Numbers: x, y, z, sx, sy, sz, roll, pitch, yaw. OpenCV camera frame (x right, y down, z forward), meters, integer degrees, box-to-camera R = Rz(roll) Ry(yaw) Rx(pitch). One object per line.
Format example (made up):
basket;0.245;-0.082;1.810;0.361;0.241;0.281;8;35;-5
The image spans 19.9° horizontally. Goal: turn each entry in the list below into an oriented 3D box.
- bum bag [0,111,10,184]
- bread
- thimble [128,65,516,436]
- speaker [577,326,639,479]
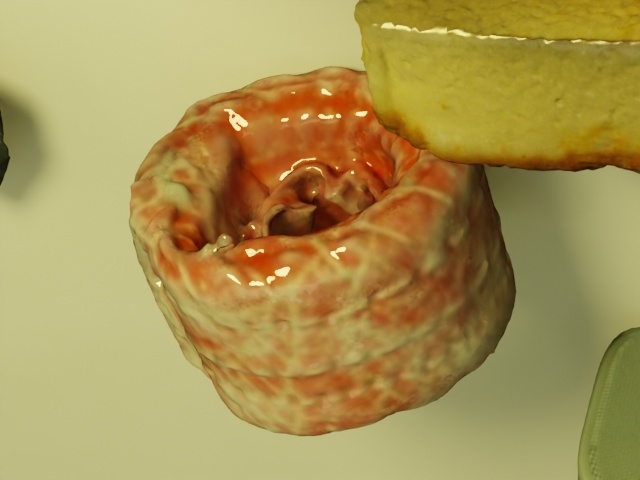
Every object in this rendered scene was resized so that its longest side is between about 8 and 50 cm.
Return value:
bum bag;-0.336;-0.121;1.353;0.248;0.060;0.123;27;136;-1
bread;0.170;-0.124;1.049;0.274;0.185;0.114;7;130;16
thimble;0.000;0.000;1.213;0.239;0.239;0.162;1;133;22
speaker;0.385;0.209;1.291;0.406;0.183;0.184;11;141;13
